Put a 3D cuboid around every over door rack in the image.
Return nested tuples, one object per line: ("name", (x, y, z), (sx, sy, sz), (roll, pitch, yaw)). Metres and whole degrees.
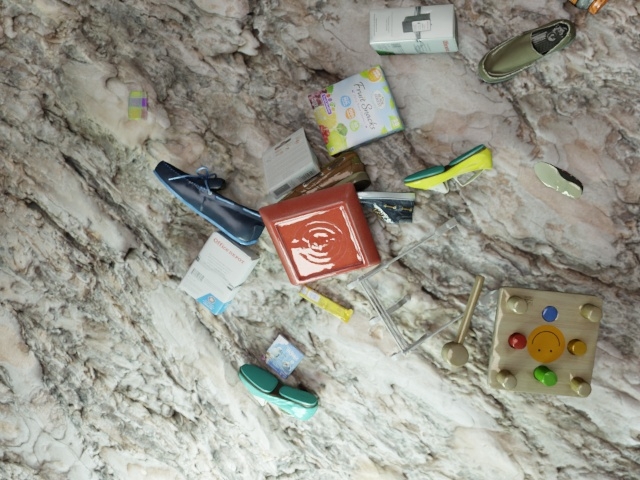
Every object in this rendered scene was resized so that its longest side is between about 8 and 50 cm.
("over door rack", (0.264, 0.129, 1.874), (0.324, 0.108, 0.240), (-32, 87, 0))

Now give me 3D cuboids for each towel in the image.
("towel", (-0.524, -0.387, 2.087), (0.060, 0.009, 0.083), (3, 93, 15))

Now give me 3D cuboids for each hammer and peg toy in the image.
("hammer and peg toy", (0.490, 0.235, 1.756), (0.361, 0.127, 0.266), (7, 95, -3))

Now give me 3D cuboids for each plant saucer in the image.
("plant saucer", (0.000, 0.000, 1.887), (0.258, 0.048, 0.259), (-15, 121, 13))

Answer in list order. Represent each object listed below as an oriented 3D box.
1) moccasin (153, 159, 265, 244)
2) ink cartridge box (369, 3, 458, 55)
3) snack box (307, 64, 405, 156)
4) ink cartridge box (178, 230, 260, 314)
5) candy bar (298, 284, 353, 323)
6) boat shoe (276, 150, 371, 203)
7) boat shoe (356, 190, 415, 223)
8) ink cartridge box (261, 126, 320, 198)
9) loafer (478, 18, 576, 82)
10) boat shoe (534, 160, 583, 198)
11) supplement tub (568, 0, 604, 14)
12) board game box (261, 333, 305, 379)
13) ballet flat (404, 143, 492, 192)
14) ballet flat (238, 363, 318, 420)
("moccasin", (-0.294, -0.124, 1.996), (0.342, 0.138, 0.117), (35, 97, -4))
("ink cartridge box", (0.236, -0.522, 1.811), (0.208, 0.153, 0.087), (1, 92, 13))
("snack box", (0.094, -0.336, 1.900), (0.207, 0.070, 0.175), (-22, 87, 13))
("ink cartridge box", (-0.279, 0.086, 2.013), (0.139, 0.082, 0.191), (37, 100, 9))
("candy bar", (0.013, 0.169, 1.976), (0.161, 0.018, 0.040), (29, 96, 12))
("boat shoe", (-0.019, -0.129, 1.930), (0.307, 0.111, 0.105), (-26, 70, 7))
("boat shoe", (0.156, -0.085, 1.877), (0.183, 0.065, 0.083), (2, 96, -9))
("ink cartridge box", (-0.082, -0.206, 1.931), (0.145, 0.179, 0.045), (-31, 126, 14))
("loafer", (0.502, -0.473, 1.777), (0.251, 0.087, 0.094), (-28, 86, 14))
("boat shoe", (0.589, -0.153, 1.799), (0.133, 0.042, 0.049), (36, 126, 11))
("supplement tub", (0.610, -0.633, 1.726), (0.190, 0.117, 0.117), (43, 102, 8))
("board game box", (-0.103, 0.322, 2.013), (0.090, 0.020, 0.090), (39, 101, 9))
("ballet flat", (0.330, -0.166, 1.851), (0.230, 0.077, 0.077), (-23, 104, 13))
("ballet flat", (-0.126, 0.428, 1.997), (0.247, 0.083, 0.087), (23, 116, 14))
